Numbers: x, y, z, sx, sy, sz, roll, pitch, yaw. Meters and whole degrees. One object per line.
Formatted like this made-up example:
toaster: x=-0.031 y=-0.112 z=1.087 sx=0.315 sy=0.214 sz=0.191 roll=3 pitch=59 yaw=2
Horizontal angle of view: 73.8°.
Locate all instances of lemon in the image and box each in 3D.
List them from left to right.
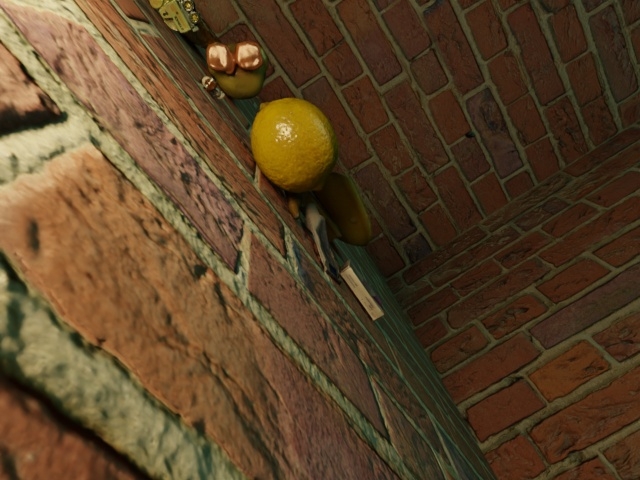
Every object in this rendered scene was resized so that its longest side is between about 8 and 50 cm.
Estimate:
lemon: x=-0.074 y=-0.271 z=1.224 sx=0.267 sy=0.267 sz=0.267 roll=55 pitch=7 yaw=-10

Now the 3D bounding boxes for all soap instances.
soap: x=-0.015 y=-0.105 z=1.568 sx=0.233 sy=0.076 sz=0.135 roll=52 pitch=7 yaw=-24
soap: x=0.061 y=-0.141 z=1.686 sx=0.306 sy=0.115 sz=0.427 roll=19 pitch=-33 yaw=38

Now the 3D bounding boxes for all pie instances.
pie: x=-0.480 y=-0.797 z=1.529 sx=0.308 sy=0.085 sz=0.308 roll=50 pitch=8 yaw=-10

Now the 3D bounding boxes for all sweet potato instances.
sweet potato: x=-0.083 y=-0.132 z=1.313 sx=0.069 sy=0.059 sz=0.249 roll=27 pitch=27 yaw=-34

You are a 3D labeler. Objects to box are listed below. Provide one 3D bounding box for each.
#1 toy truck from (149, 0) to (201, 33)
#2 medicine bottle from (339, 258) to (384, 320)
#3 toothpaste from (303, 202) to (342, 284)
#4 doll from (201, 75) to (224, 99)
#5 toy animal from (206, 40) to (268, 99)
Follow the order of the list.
toy truck: x=-0.444 y=-0.713 z=1.276 sx=0.191 sy=0.116 sz=0.085 roll=63 pitch=2 yaw=-33
medicine bottle: x=0.139 y=0.169 z=1.469 sx=0.201 sy=0.052 sz=0.171 roll=54 pitch=7 yaw=-1
toothpaste: x=0.002 y=0.000 z=1.295 sx=0.099 sy=0.068 sz=0.282 roll=12 pitch=46 yaw=-36
doll: x=-0.312 y=-0.441 z=1.241 sx=0.058 sy=0.040 sz=0.085 roll=48 pitch=0 yaw=41
toy animal: x=-0.297 y=-0.618 z=1.574 sx=0.338 sy=0.216 sz=0.191 roll=-112 pitch=-166 yaw=-74
